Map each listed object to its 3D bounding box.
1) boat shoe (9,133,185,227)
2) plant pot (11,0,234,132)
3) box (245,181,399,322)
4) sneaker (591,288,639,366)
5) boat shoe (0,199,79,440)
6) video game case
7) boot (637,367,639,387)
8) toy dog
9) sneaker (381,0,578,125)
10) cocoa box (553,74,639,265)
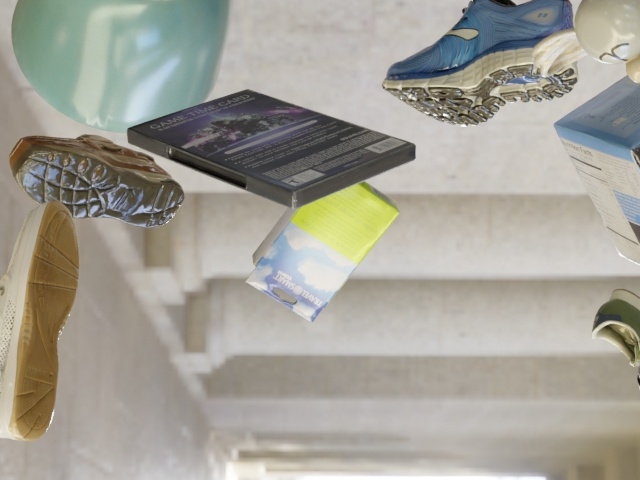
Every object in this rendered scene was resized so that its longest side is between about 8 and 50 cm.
[{"bbox_3d":[-0.367,-0.108,2.363,0.122,0.324,0.120,-48,-128,20],"label":"boat shoe"},{"bbox_3d":[-0.245,-0.325,1.919,0.235,0.293,0.293,123,-29,-59],"label":"plant pot"},{"bbox_3d":[0.000,0.000,1.781,0.178,0.109,0.042,-52,-161,14],"label":"box"},{"bbox_3d":[0.443,0.145,1.933,0.086,0.192,0.064,-41,153,-34],"label":"sneaker"},{"bbox_3d":[-0.344,0.086,1.651,0.098,0.096,0.277,42,52,-57],"label":"boat shoe"},{"bbox_3d":[-0.058,-0.110,1.669,0.196,0.274,0.026,-24,123,-41],"label":"video game case"},{"bbox_3d":[0.645,0.157,2.521,0.207,0.246,0.094,69,-4,-48],"label":"boot"},{"bbox_3d":[0.386,-0.185,1.385,0.161,0.334,0.220,66,-16,9],"label":"toy dog"},{"bbox_3d":[0.219,-0.251,1.976,0.330,0.130,0.147,-9,-118,47],"label":"sneaker"},{"bbox_3d":[0.529,-0.136,1.905,0.228,0.347,0.231,59,-8,-19],"label":"cocoa box"}]
